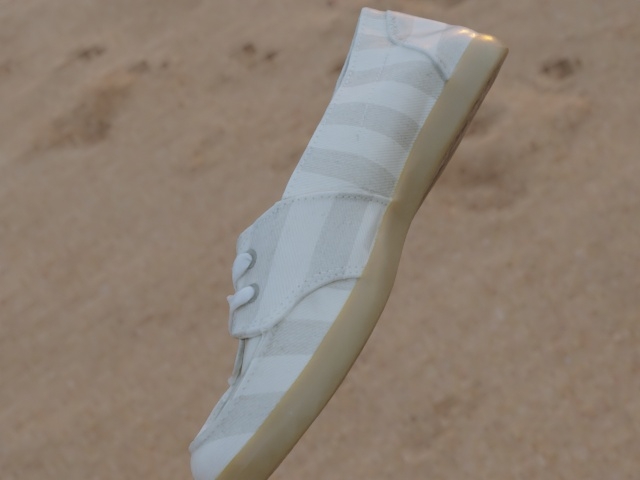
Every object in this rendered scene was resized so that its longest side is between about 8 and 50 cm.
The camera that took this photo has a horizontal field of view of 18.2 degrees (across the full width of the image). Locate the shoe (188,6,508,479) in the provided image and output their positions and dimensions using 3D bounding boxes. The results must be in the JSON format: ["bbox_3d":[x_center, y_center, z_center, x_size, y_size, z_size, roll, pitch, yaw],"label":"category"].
[{"bbox_3d":[0.000,0.000,0.709,0.219,0.058,0.076,-61,1,-34],"label":"shoe"}]
